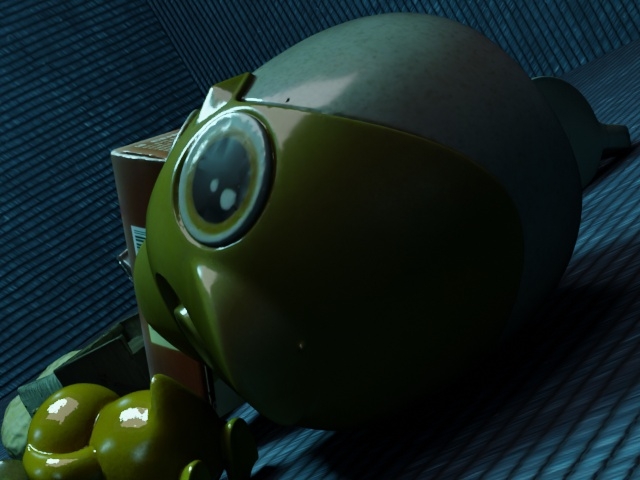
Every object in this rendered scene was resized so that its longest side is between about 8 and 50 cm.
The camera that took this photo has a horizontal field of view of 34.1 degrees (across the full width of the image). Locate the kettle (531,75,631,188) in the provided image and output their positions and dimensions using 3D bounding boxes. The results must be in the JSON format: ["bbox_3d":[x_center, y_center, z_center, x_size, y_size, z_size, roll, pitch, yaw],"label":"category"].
[{"bbox_3d":[0.318,-0.134,1.757,0.318,0.265,0.205,-18,47,62],"label":"kettle"}]

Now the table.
[{"bbox_3d":[-0.257,0.215,1.558,0.172,0.193,0.169,-26,9,34],"label":"table"}]

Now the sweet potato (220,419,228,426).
[{"bbox_3d":[-0.244,0.278,1.403,0.359,0.112,0.112,-5,24,44],"label":"sweet potato"}]

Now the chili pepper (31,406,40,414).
[{"bbox_3d":[-0.337,0.301,1.293,0.137,0.092,0.368,-26,30,12],"label":"chili pepper"}]

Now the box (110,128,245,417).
[{"bbox_3d":[-0.075,0.001,1.421,0.122,0.344,0.385,10,25,39],"label":"box"}]

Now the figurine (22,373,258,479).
[{"bbox_3d":[-0.210,0.240,1.189,0.228,0.215,0.215,-24,9,31],"label":"figurine"}]

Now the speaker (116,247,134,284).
[{"bbox_3d":[-0.253,0.106,1.787,0.329,0.259,0.198,115,174,-60],"label":"speaker"}]

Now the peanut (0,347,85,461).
[{"bbox_3d":[-0.473,0.304,1.954,0.313,0.152,0.152,-44,2,21],"label":"peanut"}]

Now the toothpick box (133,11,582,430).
[{"bbox_3d":[0.025,-0.013,1.115,0.425,0.409,0.409,-37,9,-16],"label":"toothpick box"}]

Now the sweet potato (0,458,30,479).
[{"bbox_3d":[-0.453,0.399,1.353,0.158,0.157,0.369,-29,14,15],"label":"sweet potato"}]

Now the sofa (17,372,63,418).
[{"bbox_3d":[-0.346,0.250,1.755,0.210,0.176,0.225,-24,10,44],"label":"sofa"}]
